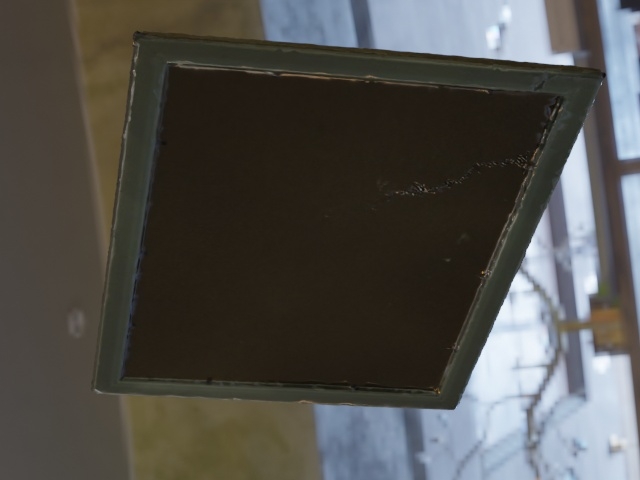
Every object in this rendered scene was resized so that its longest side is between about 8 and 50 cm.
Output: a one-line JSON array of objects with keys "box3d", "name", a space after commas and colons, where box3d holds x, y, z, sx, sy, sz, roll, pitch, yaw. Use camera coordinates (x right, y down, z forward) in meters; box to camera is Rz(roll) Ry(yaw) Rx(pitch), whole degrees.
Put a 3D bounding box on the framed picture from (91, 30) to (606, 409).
[{"box3d": [0.000, 0.000, 0.844, 0.293, 0.231, 0.018, 107, 163, -49], "name": "framed picture"}]
